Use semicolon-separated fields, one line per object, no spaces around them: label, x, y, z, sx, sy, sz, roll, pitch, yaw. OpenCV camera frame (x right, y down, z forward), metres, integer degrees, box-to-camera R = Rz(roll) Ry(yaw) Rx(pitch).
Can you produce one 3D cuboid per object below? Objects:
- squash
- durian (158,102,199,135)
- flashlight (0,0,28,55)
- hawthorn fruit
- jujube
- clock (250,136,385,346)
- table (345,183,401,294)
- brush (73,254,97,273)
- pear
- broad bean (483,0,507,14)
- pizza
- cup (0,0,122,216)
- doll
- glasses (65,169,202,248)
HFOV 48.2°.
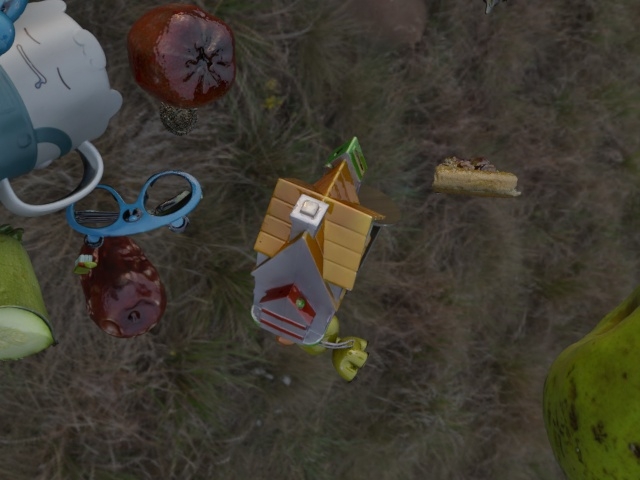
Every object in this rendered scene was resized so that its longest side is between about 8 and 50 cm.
squash;-0.472;0.066;1.026;0.137;0.287;0.137;-16;128;-22
durian;-0.262;-0.237;1.318;0.080;0.080;0.091;11;49;-45
flashlight;-0.319;-0.237;0.721;0.051;0.051;0.129;42;41;-39
hawthorn fruit;-0.225;-0.288;1.102;0.157;0.194;0.157;-24;127;-36
jujube;-0.395;0.081;1.407;0.155;0.230;0.155;-19;143;-16
clock;0.000;0.000;1.154;0.309;0.166;0.235;101;14;-57
table;0.065;0.001;1.658;0.167;0.167;0.226;-8;134;-43
brush;-0.290;0.027;0.883;0.019;0.083;0.021;8;79;-25
pear;0.461;0.205;0.788;0.391;0.391;0.391;-8;101;-44
broad bean;0.285;-0.398;0.863;0.339;0.061;0.077;-49;169;-16
pizza;0.265;-0.115;1.270;0.154;0.194;0.069;2;99;0
cup;-0.443;-0.177;1.039;0.257;0.219;0.289;-39;106;-38
doll;0.002;0.224;1.649;0.221;0.135;0.143;35;108;-4
glasses;-0.328;-0.073;1.301;0.239;0.207;0.102;-12;106;-2
